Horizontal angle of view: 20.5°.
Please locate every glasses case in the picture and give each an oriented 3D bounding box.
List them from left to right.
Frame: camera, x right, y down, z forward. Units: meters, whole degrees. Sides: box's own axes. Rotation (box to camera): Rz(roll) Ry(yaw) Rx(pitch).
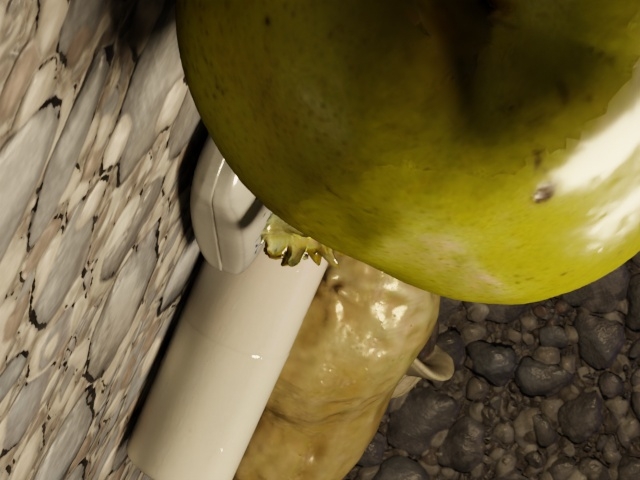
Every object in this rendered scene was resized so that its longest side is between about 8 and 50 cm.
[{"bbox_3d":[-0.053,-0.033,1.153,0.197,0.049,0.076,93,19,-72],"label":"glasses case"}]

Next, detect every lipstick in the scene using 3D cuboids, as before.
[{"bbox_3d":[-0.047,0.030,1.307,0.087,0.087,0.327,-46,161,-73],"label":"lipstick"}]

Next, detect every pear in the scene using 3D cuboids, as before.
[{"bbox_3d":[0.067,-0.114,0.825,0.294,0.294,0.294,-63,174,-11],"label":"pear"}]

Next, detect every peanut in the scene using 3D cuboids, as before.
[{"bbox_3d":[0.000,0.120,1.737,0.192,0.169,0.387,-46,162,-55],"label":"peanut"}]

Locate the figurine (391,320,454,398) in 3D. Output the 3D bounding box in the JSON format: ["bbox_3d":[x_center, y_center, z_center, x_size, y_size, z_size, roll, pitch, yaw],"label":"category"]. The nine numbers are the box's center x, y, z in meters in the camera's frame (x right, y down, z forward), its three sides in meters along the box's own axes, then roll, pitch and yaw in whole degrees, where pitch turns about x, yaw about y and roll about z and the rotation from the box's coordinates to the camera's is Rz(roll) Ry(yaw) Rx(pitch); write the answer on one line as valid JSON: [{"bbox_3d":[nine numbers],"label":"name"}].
[{"bbox_3d":[0.077,0.034,2.146,0.204,0.185,0.332,-27,-132,59],"label":"figurine"}]

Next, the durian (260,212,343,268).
[{"bbox_3d":[0.068,-0.100,1.145,0.172,0.166,0.306,-2,-124,49],"label":"durian"}]
